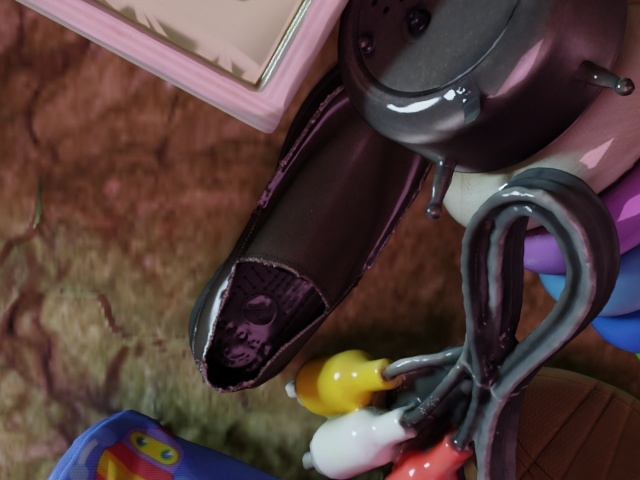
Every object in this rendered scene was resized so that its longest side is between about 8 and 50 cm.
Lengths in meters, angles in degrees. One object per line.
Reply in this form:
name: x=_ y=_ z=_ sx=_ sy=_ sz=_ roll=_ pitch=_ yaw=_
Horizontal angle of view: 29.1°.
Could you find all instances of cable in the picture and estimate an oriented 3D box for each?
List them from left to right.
cable: x=0.066 y=0.081 z=0.603 sx=0.072 sy=0.287 sz=0.139 roll=-28 pitch=77 yaw=-27

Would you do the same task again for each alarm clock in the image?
alarm clock: x=0.063 y=-0.115 z=0.563 sx=0.129 sy=0.192 sz=0.064 roll=-35 pitch=139 yaw=29

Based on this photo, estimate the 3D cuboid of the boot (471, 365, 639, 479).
boot: x=0.220 y=0.173 z=0.699 sx=0.095 sy=0.262 sz=0.203 roll=-60 pitch=143 yaw=-7

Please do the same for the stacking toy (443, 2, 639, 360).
stacking toy: x=0.215 y=0.038 z=0.643 sx=0.141 sy=0.141 sz=0.330 roll=-41 pitch=109 yaw=15

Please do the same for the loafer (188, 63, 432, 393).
loafer: x=0.000 y=0.000 z=0.654 sx=0.080 sy=0.078 sz=0.220 roll=26 pitch=110 yaw=-9

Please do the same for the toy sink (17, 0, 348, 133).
toy sink: x=-0.030 y=-0.193 z=0.550 sx=0.153 sy=0.131 sz=0.234 roll=28 pitch=109 yaw=-10

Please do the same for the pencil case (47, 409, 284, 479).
pencil case: x=-0.017 y=0.207 z=0.672 sx=0.306 sy=0.119 sz=0.133 roll=26 pitch=126 yaw=9
